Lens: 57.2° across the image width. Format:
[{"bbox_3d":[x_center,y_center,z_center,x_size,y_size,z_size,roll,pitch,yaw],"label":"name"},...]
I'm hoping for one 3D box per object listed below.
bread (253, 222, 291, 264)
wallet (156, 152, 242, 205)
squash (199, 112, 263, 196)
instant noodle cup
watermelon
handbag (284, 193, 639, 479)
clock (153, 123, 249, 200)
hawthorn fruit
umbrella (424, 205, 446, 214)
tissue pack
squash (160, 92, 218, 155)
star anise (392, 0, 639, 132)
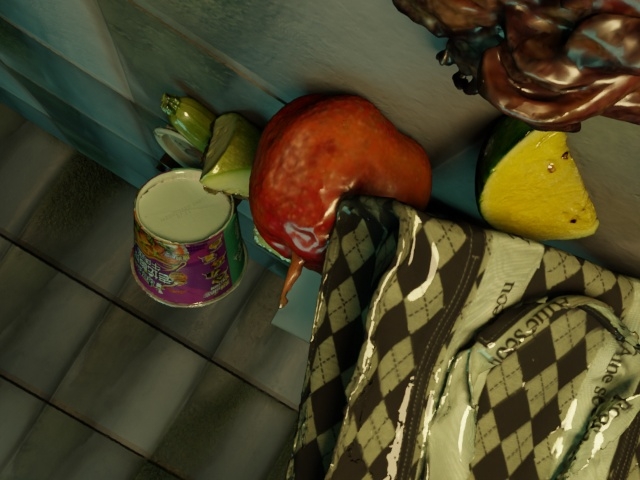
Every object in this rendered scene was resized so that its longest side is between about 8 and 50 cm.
[{"bbox_3d":[0.000,0.000,1.143,0.266,0.142,0.178,31,131,14],"label":"bread"},{"bbox_3d":[-0.268,-0.141,1.339,0.198,0.110,0.031,33,125,-5],"label":"wallet"},{"bbox_3d":[-0.067,-0.091,0.954,0.093,0.169,0.252,-33,125,29],"label":"squash"},{"bbox_3d":[-0.268,-0.016,1.190,0.251,0.251,0.190,29,145,12],"label":"instant noodle cup"},{"bbox_3d":[0.189,-0.044,0.552,0.092,0.075,0.181,21,165,41],"label":"watermelon"},{"bbox_3d":[0.182,0.159,0.581,0.416,0.316,0.180,17,177,-19],"label":"handbag"},{"bbox_3d":[-0.230,-0.169,1.199,0.237,0.053,0.236,29,167,7],"label":"clock"},{"bbox_3d":[0.002,-0.034,0.672,0.208,0.243,0.207,28,170,6],"label":"hawthorn fruit"},{"bbox_3d":[0.178,0.024,0.795,0.358,0.113,0.106,28,147,19],"label":"umbrella"},{"bbox_3d":[0.037,0.060,0.977,0.136,0.159,0.246,30,137,0],"label":"tissue pack"},{"bbox_3d":[-0.176,-0.169,1.018,0.258,0.069,0.069,41,166,-35],"label":"squash"},{"bbox_3d":[0.113,-0.123,0.342,0.272,0.102,0.272,33,171,6],"label":"star anise"}]
